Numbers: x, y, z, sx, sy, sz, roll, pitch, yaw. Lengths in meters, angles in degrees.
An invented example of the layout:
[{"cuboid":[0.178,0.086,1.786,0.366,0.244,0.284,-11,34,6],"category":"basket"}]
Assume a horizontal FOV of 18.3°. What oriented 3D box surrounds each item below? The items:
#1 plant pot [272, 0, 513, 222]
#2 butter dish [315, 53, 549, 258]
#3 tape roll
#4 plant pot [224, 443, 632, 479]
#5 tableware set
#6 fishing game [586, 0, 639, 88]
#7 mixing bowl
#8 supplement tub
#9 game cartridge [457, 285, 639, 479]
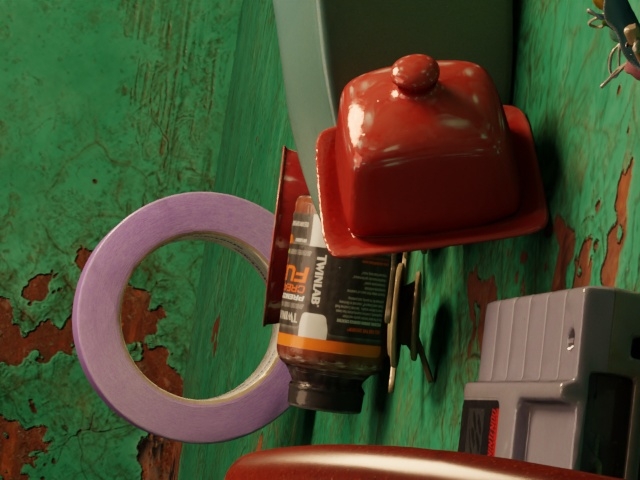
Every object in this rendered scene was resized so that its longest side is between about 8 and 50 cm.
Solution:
[{"cuboid":[0.063,-0.117,1.578,0.165,0.166,0.234,133,134,-73],"category":"plant pot"},{"cuboid":[0.072,-0.077,1.399,0.160,0.160,0.118,-95,-4,-52],"category":"butter dish"},{"cuboid":[-0.134,0.086,2.191,0.090,0.275,0.275,162,115,-78],"category":"tape roll"},{"cuboid":[0.119,0.208,0.758,0.236,0.267,0.267,145,132,-60],"category":"plant pot"},{"cuboid":[0.084,0.018,1.673,0.128,0.039,0.194,84,-168,-57],"category":"tableware set"},{"cuboid":[0.154,-0.133,1.094,0.189,0.041,0.264,56,-167,-38],"category":"fishing game"},{"cuboid":[0.000,0.000,1.966,0.181,0.098,0.181,-174,90,-88],"category":"mixing bowl"},{"cuboid":[0.016,0.059,1.840,0.106,0.106,0.198,180,97,-80],"category":"supplement tub"},{"cuboid":[0.128,0.209,1.226,0.230,0.068,0.355,165,112,-75],"category":"game cartridge"}]
